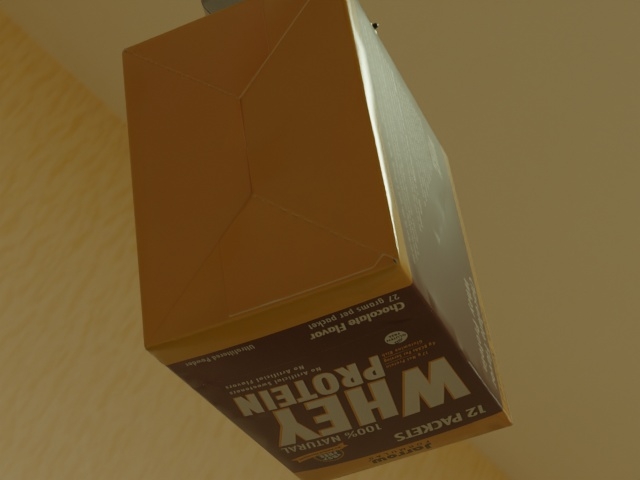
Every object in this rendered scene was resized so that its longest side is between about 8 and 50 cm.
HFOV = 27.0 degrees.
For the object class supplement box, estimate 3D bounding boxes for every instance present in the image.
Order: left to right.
[{"bbox_3d":[0.000,0.000,0.725,0.129,0.191,0.194,-19,-35,14],"label":"supplement box"}]

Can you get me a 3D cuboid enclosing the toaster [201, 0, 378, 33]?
[{"bbox_3d":[-0.017,-0.158,1.240,0.185,0.110,0.168,46,-16,29],"label":"toaster"}]
